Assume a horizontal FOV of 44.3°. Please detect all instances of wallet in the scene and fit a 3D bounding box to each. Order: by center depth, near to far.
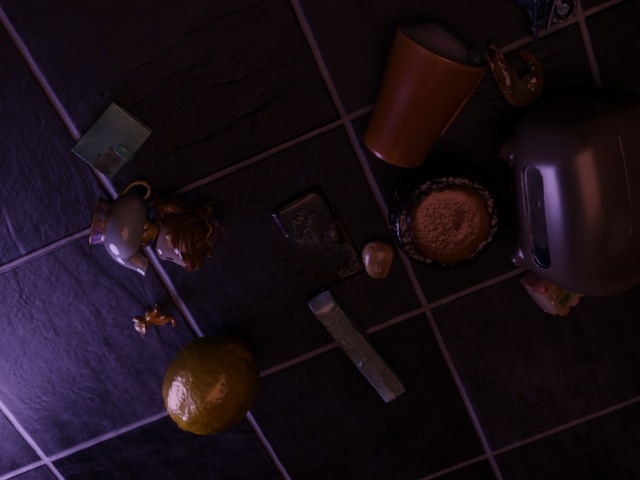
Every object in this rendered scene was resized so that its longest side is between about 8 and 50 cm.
[{"bbox_3d":[0.000,0.000,1.691,0.121,0.031,0.232,-27,116,11],"label":"wallet"}]

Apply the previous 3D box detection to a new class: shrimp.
[{"bbox_3d":[0.387,-0.337,1.546,0.095,0.045,0.162,-32,114,11],"label":"shrimp"}]

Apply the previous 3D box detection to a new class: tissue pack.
[{"bbox_3d":[0.519,-0.088,1.546,0.276,0.267,0.387,-22,117,-16],"label":"tissue pack"}]

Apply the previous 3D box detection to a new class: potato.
[{"bbox_3d":[0.125,0.041,1.708,0.068,0.062,0.083,2,89,23],"label":"potato"}]

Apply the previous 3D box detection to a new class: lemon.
[{"bbox_3d":[-0.241,0.316,1.738,0.204,0.204,0.260,32,108,-20],"label":"lemon"}]

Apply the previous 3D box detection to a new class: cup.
[{"bbox_3d":[0.206,-0.281,1.506,0.226,0.182,0.264,-4,131,-39],"label":"cup"}]

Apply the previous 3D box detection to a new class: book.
[{"bbox_3d":[-0.411,-0.196,1.557,0.103,0.017,0.135,40,108,-22],"label":"book"}]

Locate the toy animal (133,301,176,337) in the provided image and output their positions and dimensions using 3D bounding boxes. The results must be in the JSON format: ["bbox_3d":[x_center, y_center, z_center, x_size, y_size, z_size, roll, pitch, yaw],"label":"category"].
[{"bbox_3d":[-0.371,0.183,1.738,0.081,0.060,0.083,37,100,-20],"label":"toy animal"}]

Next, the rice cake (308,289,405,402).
[{"bbox_3d":[0.086,0.242,1.809,0.066,0.063,0.336,-36,114,6],"label":"rice cake"}]

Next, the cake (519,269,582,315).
[{"bbox_3d":[0.568,0.070,1.753,0.225,0.090,0.109,-39,109,12],"label":"cake"}]

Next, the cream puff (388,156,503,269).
[{"bbox_3d":[0.253,-0.057,1.610,0.238,0.165,0.239,-1,114,-2],"label":"cream puff"}]

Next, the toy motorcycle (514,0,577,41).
[{"bbox_3d":[0.394,-0.476,1.462,0.114,0.076,0.205,-30,118,20],"label":"toy motorcycle"}]

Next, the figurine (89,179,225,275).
[{"bbox_3d":[-0.324,-0.019,1.591,0.263,0.142,0.190,10,93,-11],"label":"figurine"}]
